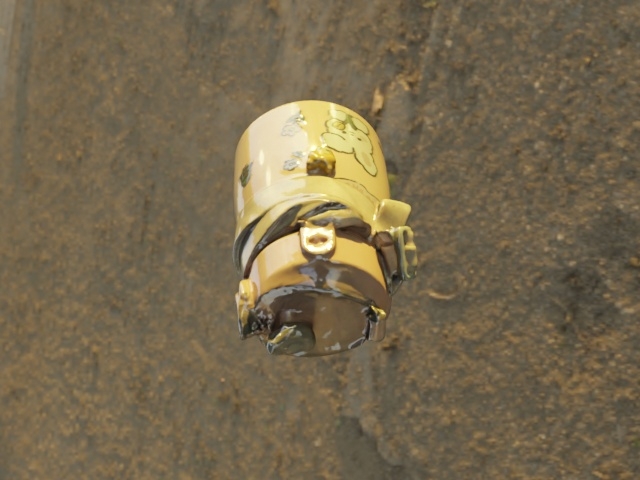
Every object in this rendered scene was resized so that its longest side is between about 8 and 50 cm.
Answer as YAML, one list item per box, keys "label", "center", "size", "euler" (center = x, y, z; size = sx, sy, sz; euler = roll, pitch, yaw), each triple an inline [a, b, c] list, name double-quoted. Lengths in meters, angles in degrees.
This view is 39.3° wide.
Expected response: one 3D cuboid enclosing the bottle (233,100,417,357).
- label: "bottle"
  center: [0.000, 0.001, 0.482]
  size: [0.152, 0.099, 0.099]
  euler: [-96, 30, -49]
